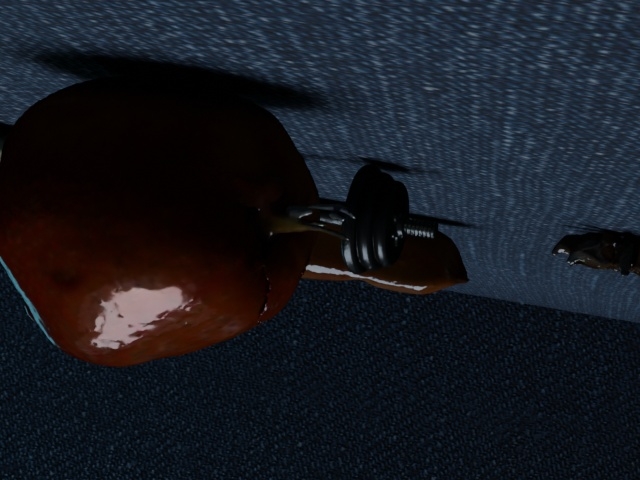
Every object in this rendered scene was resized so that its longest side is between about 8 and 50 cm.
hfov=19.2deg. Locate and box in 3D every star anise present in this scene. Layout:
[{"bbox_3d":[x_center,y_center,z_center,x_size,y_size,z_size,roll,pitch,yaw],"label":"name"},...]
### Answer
[{"bbox_3d":[0.304,0.015,1.931,0.141,0.042,0.141,8,180,0],"label":"star anise"}]

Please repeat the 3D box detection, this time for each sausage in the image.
[{"bbox_3d":[0.000,0.000,2.161,0.348,0.094,0.097,8,-170,5],"label":"sausage"}]

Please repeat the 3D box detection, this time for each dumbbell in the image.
[{"bbox_3d":[0.003,-0.024,1.678,0.208,0.099,0.099,9,177,19],"label":"dumbbell"}]

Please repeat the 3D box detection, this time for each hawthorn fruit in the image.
[{"bbox_3d":[-0.093,-0.017,1.320,0.299,0.211,0.211,-6,168,37],"label":"hawthorn fruit"}]

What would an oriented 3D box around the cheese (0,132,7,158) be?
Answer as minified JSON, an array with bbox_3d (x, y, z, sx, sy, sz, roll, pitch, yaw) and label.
[{"bbox_3d":[-0.422,-0.070,1.949,0.266,0.127,0.233,16,177,-38],"label":"cheese"}]
